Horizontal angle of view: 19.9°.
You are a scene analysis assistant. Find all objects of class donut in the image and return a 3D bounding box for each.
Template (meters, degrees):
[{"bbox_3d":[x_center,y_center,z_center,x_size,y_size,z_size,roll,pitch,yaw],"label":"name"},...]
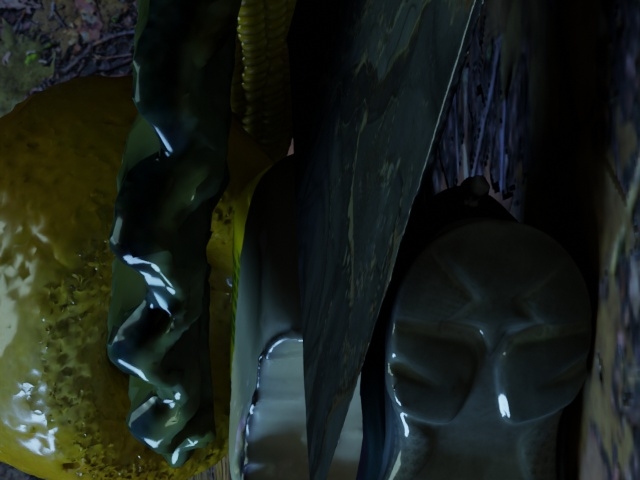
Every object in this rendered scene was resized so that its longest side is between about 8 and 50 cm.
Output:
[{"bbox_3d":[-0.110,0.035,1.104,0.108,0.277,0.277,26,126,36],"label":"donut"}]

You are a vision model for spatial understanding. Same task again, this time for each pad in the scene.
[{"bbox_3d":[0.019,-0.103,0.661,0.367,0.007,0.247,-94,17,-58],"label":"pad"}]

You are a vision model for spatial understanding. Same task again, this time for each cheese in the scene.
[{"bbox_3d":[-0.003,0.003,0.882,0.163,0.071,0.249,106,165,-56],"label":"cheese"}]

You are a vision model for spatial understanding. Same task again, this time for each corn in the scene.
[{"bbox_3d":[-0.053,-0.127,1.168,0.244,0.093,0.093,98,168,-58],"label":"corn"}]

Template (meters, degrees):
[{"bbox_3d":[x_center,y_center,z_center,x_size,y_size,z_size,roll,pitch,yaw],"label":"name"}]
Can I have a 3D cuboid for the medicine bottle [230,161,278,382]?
[{"bbox_3d":[-0.023,0.076,1.085,0.095,0.064,0.260,-84,-1,-53],"label":"medicine bottle"}]

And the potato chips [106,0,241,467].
[{"bbox_3d":[-0.037,-0.120,0.821,0.429,0.070,0.358,-83,5,-45],"label":"potato chips"}]

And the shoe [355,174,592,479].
[{"bbox_3d":[0.041,0.052,0.595,0.099,0.071,0.169,-99,14,-62],"label":"shoe"}]
